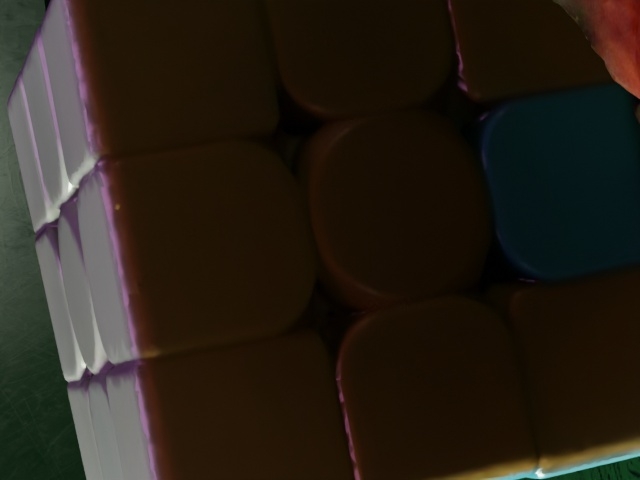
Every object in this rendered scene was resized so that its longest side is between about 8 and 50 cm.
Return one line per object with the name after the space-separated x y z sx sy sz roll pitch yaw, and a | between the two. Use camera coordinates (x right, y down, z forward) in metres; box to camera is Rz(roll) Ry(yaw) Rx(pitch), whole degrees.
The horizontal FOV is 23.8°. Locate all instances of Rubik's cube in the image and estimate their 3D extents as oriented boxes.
0.000 0.000 0.868 0.290 0.291 0.291 158 102 -72 | Rubik's cube

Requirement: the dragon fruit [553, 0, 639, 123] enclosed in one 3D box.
0.173 -0.070 0.457 0.193 0.192 0.274 -63 24 27 | dragon fruit
